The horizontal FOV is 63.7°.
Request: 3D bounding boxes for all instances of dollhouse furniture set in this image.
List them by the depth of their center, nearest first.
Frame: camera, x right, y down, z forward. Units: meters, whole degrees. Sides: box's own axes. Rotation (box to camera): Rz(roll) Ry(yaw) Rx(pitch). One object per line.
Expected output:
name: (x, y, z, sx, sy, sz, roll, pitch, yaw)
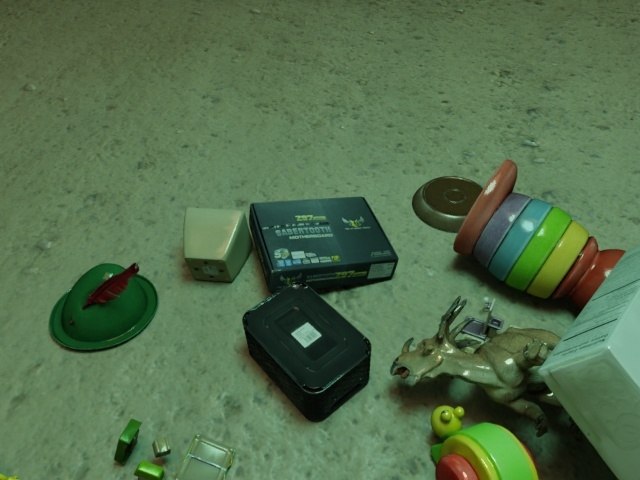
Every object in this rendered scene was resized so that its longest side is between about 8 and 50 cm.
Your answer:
dollhouse furniture set: (-0.197, 0.297, 0.689, 0.151, 0.059, 0.076, 23, 39, -2)
dollhouse furniture set: (0.255, 0.147, 0.782, 0.090, 0.081, 0.114, 19, 48, 21)

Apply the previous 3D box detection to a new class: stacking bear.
stacking bear: (0.387, 0.024, 0.858, 0.288, 0.175, 0.164, 33, 68, 21)

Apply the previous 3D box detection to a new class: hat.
hat: (-0.362, 0.055, 0.830, 0.208, 0.184, 0.173, -5, 44, -3)

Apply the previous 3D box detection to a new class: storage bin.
storage bin: (-0.021, 0.162, 0.778, 0.122, 0.085, 0.180, -31, 50, -27)

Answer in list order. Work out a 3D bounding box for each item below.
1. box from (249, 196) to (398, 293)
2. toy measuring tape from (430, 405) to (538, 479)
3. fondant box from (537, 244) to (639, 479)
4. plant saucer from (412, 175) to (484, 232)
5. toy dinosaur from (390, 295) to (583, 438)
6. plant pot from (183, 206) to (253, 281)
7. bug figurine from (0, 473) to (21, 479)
box: (0.000, 0.000, 0.935, 0.232, 0.059, 0.184, -4, 42, -18)
toy measuring tape: (0.223, 0.319, 0.576, 0.121, 0.122, 0.330, -17, 45, -15)
fondant box: (0.427, 0.153, 0.607, 0.330, 0.096, 0.238, -30, 80, -39)
plant saucer: (0.273, -0.082, 1.057, 0.168, 0.029, 0.169, -1, 45, 1)
toy dinosaur: (0.266, 0.161, 0.713, 0.295, 0.127, 0.200, 9, 10, -25)
plant pot: (-0.191, 0.014, 0.929, 0.108, 0.109, 0.096, 4, 55, 7)
bug figurine: (-0.508, 0.343, 0.601, 0.278, 0.072, 0.216, 2, 34, 4)
